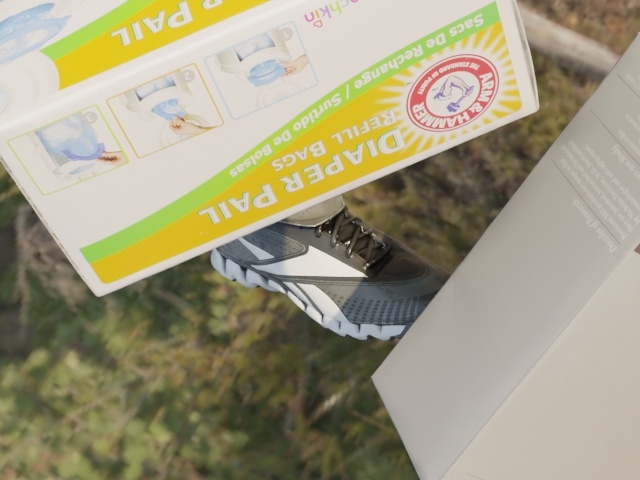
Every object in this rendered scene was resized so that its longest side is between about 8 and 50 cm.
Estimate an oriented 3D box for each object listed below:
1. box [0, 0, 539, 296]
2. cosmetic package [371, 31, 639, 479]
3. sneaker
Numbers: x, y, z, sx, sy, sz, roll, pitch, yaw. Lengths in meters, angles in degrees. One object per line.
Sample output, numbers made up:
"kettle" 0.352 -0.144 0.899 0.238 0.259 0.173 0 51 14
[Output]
"box" -0.029 -0.082 0.561 0.203 0.114 0.103 -23 137 1
"cosmetic package" 0.148 0.032 0.686 0.127 0.107 0.238 22 111 -30
"sneaker" 0.000 0.000 0.992 0.234 0.078 0.106 20 135 38
